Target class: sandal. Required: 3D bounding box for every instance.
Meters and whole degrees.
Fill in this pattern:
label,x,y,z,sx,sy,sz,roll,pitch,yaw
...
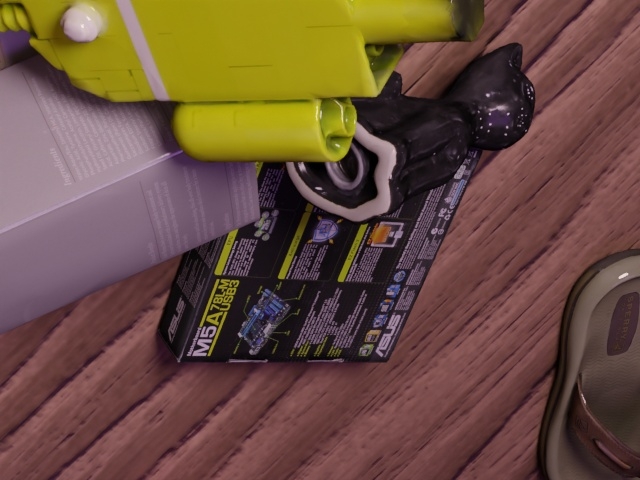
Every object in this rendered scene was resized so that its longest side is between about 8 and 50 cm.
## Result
label,x,y,z,sx,sy,sz,roll,pitch,yaw
sandal,0.257,0.145,1.299,0.120,0.086,0.303,-21,132,-17

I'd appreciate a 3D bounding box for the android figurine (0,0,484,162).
label,x,y,z,sx,sy,sz,roll,pitch,yaw
android figurine,-0.064,-0.143,0.722,0.056,0.272,0.248,-62,145,-44

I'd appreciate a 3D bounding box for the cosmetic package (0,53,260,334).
label,x,y,z,sx,sy,sz,roll,pitch,yaw
cosmetic package,-0.159,-0.028,0.863,0.238,0.107,0.127,-21,157,-11

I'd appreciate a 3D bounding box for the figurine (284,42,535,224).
label,x,y,z,sx,sy,sz,roll,pitch,yaw
figurine,0.081,-0.137,0.953,0.209,0.092,0.215,-22,127,-47

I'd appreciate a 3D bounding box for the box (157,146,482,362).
label,x,y,z,sx,sy,sz,roll,pitch,yaw
box,0.000,0.000,1.058,0.184,0.045,0.191,4,121,-32

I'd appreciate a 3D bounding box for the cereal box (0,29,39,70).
label,x,y,z,sx,sy,sz,roll,pitch,yaw
cereal box,-0.122,-0.188,0.833,0.240,0.047,0.173,-20,133,-18
